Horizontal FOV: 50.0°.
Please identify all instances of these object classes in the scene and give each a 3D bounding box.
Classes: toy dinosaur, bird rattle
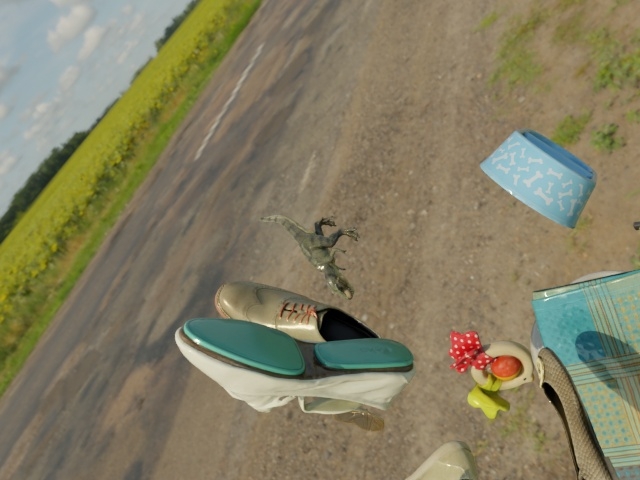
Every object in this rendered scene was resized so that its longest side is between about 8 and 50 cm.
[{"bbox_3d":[0.000,0.000,1.364,0.118,0.064,0.268,-32,56,-21],"label":"toy dinosaur"},{"bbox_3d":[0.457,0.328,1.824,0.207,0.253,0.143,-18,23,12],"label":"bird rattle"}]

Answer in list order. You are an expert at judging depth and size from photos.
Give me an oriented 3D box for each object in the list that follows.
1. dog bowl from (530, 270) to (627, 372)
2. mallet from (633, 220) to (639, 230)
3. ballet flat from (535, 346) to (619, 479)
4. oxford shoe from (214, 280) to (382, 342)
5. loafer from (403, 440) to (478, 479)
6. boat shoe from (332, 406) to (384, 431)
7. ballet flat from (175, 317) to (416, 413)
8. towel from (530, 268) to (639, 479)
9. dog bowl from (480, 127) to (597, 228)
[{"bbox_3d":[0.611,0.210,1.382,0.102,0.349,0.348,90,-160,-52],"label":"dog bowl"},{"bbox_3d":[0.621,-0.046,1.148,0.190,0.062,0.039,-10,62,34],"label":"mallet"},{"bbox_3d":[0.355,0.264,0.981,0.058,0.084,0.250,-21,50,9],"label":"ballet flat"},{"bbox_3d":[-0.037,0.147,1.341,0.130,0.348,0.123,110,180,-60],"label":"oxford shoe"},{"bbox_3d":[0.199,0.502,1.314,0.268,0.102,0.092,-52,29,9],"label":"loafer"},{"bbox_3d":[0.098,0.430,1.689,0.045,0.135,0.050,-26,-54,-63],"label":"boat shoe"},{"bbox_3d":[-0.037,0.215,1.083,0.139,0.400,0.139,-171,90,-68],"label":"ballet flat"},{"bbox_3d":[0.517,0.227,1.101,0.271,0.370,0.040,-17,2,33],"label":"towel"},{"bbox_3d":[0.348,-0.106,1.064,0.074,0.166,0.297,-58,-13,21],"label":"dog bowl"}]
